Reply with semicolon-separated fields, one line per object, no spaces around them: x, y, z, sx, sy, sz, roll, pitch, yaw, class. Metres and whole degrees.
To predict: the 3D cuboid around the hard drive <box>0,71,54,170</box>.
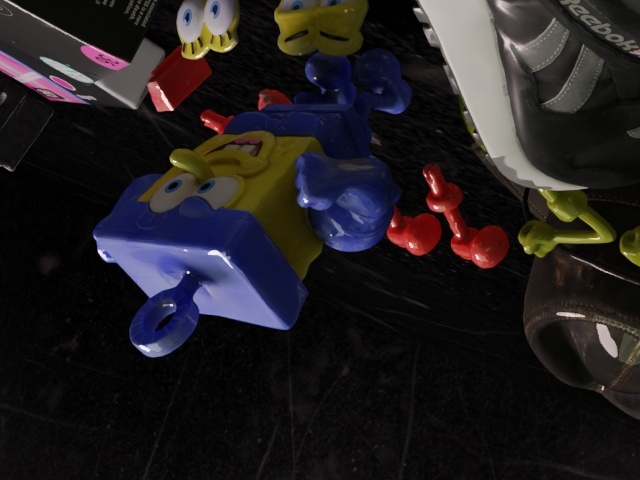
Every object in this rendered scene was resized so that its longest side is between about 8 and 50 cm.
-0.336;-0.164;0.806;0.237;0.064;0.339;34;179;20;hard drive

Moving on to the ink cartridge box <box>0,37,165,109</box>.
-0.312;-0.218;1.023;0.371;0.069;0.176;33;169;-33;ink cartridge box

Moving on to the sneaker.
0.111;-0.082;0.447;0.124;0.107;0.283;13;167;31;sneaker

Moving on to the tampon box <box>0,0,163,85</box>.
-0.164;-0.168;0.713;0.161;0.101;0.120;28;172;-18;tampon box

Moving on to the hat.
0.214;0.043;0.841;0.331;0.134;0.331;24;172;4;hat

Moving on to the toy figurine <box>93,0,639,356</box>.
0.000;0.000;0.698;0.362;0.217;0.191;8;137;43;toy figurine
